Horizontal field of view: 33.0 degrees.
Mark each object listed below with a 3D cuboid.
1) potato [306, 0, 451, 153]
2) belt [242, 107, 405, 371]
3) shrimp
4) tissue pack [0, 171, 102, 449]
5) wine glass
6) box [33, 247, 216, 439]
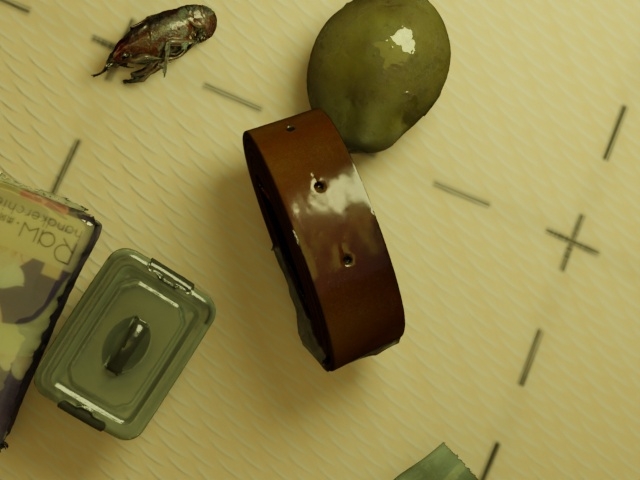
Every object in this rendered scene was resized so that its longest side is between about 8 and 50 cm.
[{"bbox_3d":[0.076,-0.230,1.470,0.178,0.160,0.235,25,103,34],"label":"potato"},{"bbox_3d":[0.000,0.000,1.426,0.122,0.217,0.338,-20,87,-11],"label":"belt"},{"bbox_3d":[-0.230,-0.269,1.486,0.190,0.075,0.073,-32,123,-12],"label":"shrimp"},{"bbox_3d":[-0.462,0.076,1.424,0.242,0.125,0.343,23,87,-4],"label":"tissue pack"},{"bbox_3d":[0.123,0.372,1.487,0.202,0.093,0.093,-42,92,-2],"label":"wine glass"},{"bbox_3d":[-0.259,0.133,1.432,0.162,0.130,0.227,33,87,-12],"label":"box"}]
